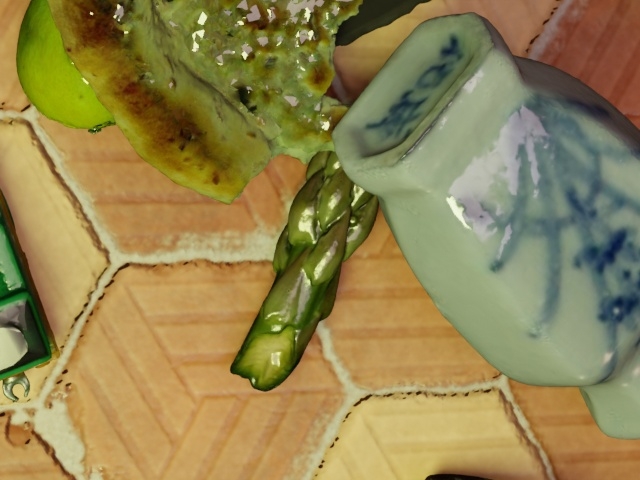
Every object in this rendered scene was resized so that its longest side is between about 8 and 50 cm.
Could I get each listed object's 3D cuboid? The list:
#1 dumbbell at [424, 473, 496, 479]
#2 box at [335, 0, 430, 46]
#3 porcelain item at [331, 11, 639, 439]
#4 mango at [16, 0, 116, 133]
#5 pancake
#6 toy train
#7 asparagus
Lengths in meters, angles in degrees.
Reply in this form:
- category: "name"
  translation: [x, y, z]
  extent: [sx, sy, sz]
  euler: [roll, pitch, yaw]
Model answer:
- category: "dumbbell"
  translation: [0.136, 0.330, 1.734]
  extent: [0.124, 0.140, 0.225]
  euler: [11, 95, -2]
- category: "box"
  translation: [0.050, -0.368, 1.604]
  extent: [0.359, 0.091, 0.350]
  euler: [-31, 119, -9]
- category: "porcelain item"
  translation: [0.200, -0.007, 1.655]
  extent: [0.242, 0.178, 0.405]
  euler: [-51, 122, -6]
- category: "mango"
  translation: [-0.188, -0.180, 1.596]
  extent: [0.119, 0.100, 0.178]
  euler: [10, 88, -15]
- category: "pancake"
  translation: [-0.078, -0.226, 1.523]
  extent: [0.305, 0.067, 0.426]
  euler: [-1, 110, -22]
- category: "toy train"
  translation: [-0.281, 0.033, 1.576]
  extent: [0.091, 0.136, 0.227]
  euler: [-20, 105, -13]
- category: "asparagus"
  translation: [0.000, 0.000, 1.685]
  extent: [0.080, 0.080, 0.287]
  euler: [23, 86, -18]
